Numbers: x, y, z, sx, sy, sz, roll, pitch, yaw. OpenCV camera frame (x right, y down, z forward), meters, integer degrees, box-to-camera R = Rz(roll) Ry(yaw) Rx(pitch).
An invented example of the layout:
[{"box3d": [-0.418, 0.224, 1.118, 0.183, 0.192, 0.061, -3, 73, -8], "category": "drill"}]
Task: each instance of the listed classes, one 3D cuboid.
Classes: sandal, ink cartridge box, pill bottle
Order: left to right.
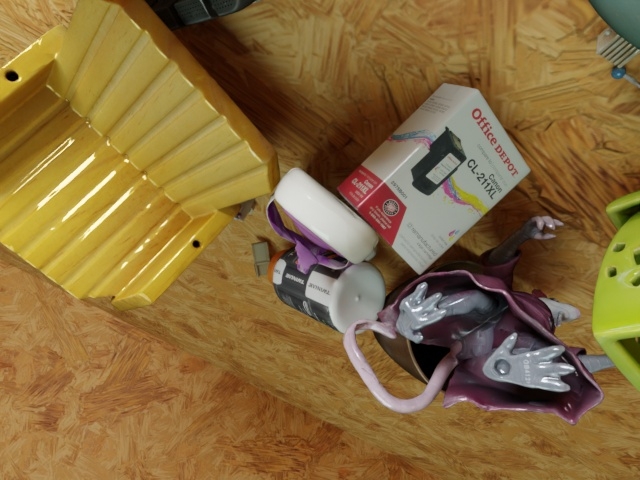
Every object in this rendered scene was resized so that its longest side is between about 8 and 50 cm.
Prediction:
[{"box3d": [-0.012, -0.010, 0.613, 0.169, 0.102, 0.416, 42, -179, 7], "category": "sandal"}, {"box3d": [-0.005, 0.080, 0.844, 0.245, 0.130, 0.130, 15, 152, 52], "category": "pill bottle"}, {"box3d": [0.128, -0.070, 0.512, 0.127, 0.175, 0.072, 42, -173, -27], "category": "ink cartridge box"}]

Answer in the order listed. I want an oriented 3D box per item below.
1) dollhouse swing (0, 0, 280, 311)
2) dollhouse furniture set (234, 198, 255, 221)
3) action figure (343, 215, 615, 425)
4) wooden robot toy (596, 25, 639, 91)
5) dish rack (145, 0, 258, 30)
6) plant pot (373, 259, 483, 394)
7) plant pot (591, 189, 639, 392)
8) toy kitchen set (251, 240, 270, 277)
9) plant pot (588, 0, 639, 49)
[{"box3d": [-0.285, -0.079, 0.588, 0.347, 0.315, 0.305, 48, 164, -25], "category": "dollhouse swing"}, {"box3d": [-0.173, -0.078, 0.801, 0.114, 0.081, 0.091, 30, 148, -9], "category": "dollhouse furniture set"}, {"box3d": [0.258, 0.134, 0.600, 0.275, 0.248, 0.370, -39, 158, 26], "category": "action figure"}, {"box3d": [0.317, -0.122, 0.397, 0.173, 0.079, 0.076, 38, 147, -21], "category": "wooden robot toy"}, {"box3d": [-0.189, -0.341, 0.437, 0.208, 0.074, 0.272, 2, 140, 30], "category": "dish rack"}, {"box3d": [0.190, 0.155, 0.806, 0.215, 0.215, 0.230, 33, 162, -12], "category": "plant pot"}, {"box3d": [0.427, 0.044, 0.437, 0.227, 0.207, 0.228, 40, 141, -23], "category": "plant pot"}, {"box3d": [-0.114, 0.035, 0.987, 0.068, 0.075, 0.083, -10, -172, -10], "category": "toy kitchen set"}, {"box3d": [0.266, -0.196, 0.213, 0.292, 0.196, 0.293, 18, 149, 11], "category": "plant pot"}]
